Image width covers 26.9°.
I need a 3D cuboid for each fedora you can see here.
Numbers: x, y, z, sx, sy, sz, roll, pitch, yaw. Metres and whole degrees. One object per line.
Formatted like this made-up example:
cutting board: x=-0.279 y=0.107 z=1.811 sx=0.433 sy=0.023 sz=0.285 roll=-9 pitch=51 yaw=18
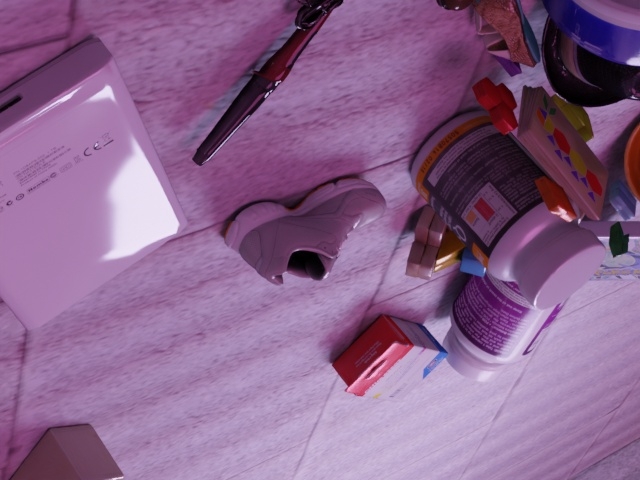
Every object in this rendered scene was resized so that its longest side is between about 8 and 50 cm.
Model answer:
fedora: x=0.475 y=-0.295 z=1.838 sx=0.334 sy=0.152 sz=0.334 roll=-18 pitch=132 yaw=-21

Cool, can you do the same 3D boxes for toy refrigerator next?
toy refrigerator: x=-0.406 y=0.396 z=1.952 sx=0.269 sy=0.102 sz=0.094 roll=-51 pitch=152 yaw=22

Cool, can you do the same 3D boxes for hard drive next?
hard drive: x=-0.285 y=-0.049 z=1.460 sx=0.233 sy=0.047 sz=0.353 roll=-34 pitch=153 yaw=-10

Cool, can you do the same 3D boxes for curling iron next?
curling iron: x=-0.065 y=-0.194 z=1.525 sx=0.274 sy=0.035 sz=0.068 roll=-50 pitch=148 yaw=20

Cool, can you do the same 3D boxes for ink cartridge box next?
ink cartridge box: x=0.115 y=0.207 z=2.350 sx=0.134 sy=0.078 sz=0.231 roll=-46 pitch=153 yaw=13

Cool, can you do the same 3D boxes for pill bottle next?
pill bottle: x=0.269 y=-0.043 z=1.921 sx=0.162 sy=0.278 sz=0.162 roll=-29 pitch=152 yaw=-18
pill bottle: x=0.332 y=0.111 z=2.377 sx=0.169 sy=0.169 sz=0.301 roll=-15 pitch=145 yaw=-40

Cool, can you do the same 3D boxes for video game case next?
video game case: x=0.598 y=0.024 z=2.475 sx=0.329 sy=0.036 sz=0.300 roll=1 pitch=163 yaw=13

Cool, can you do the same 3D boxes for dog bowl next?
dog bowl: x=0.399 y=-0.345 z=1.623 sx=0.265 sy=0.265 sz=0.104 roll=-32 pitch=156 yaw=-14

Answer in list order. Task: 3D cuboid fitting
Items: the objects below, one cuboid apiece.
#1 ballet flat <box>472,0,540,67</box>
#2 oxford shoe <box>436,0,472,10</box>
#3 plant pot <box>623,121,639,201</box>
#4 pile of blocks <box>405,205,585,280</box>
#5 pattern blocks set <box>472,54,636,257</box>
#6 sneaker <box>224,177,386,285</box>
ballet flat: x=0.241 y=-0.283 z=1.765 sx=0.067 sy=0.073 sz=0.206 roll=-16 pitch=154 yaw=14
oxford shoe: x=0.210 y=-0.350 z=1.565 sx=0.083 sy=0.096 sz=0.227 roll=-14 pitch=146 yaw=-44
plant pot: x=0.658 y=-0.144 z=2.384 sx=0.205 sy=0.205 sz=0.188 roll=-49 pitch=168 yaw=19
pile of blocks: x=0.297 y=-0.043 z=2.106 sx=0.362 sy=0.149 sz=0.112 roll=-30 pitch=153 yaw=-18
pattern blocks set: x=0.333 y=-0.124 z=1.854 sx=0.026 sy=0.324 sz=0.285 roll=-31 pitch=-169 yaw=32
sneaker: x=0.000 y=0.000 z=1.821 sx=0.262 sy=0.121 sz=0.099 roll=-18 pitch=148 yaw=-36
